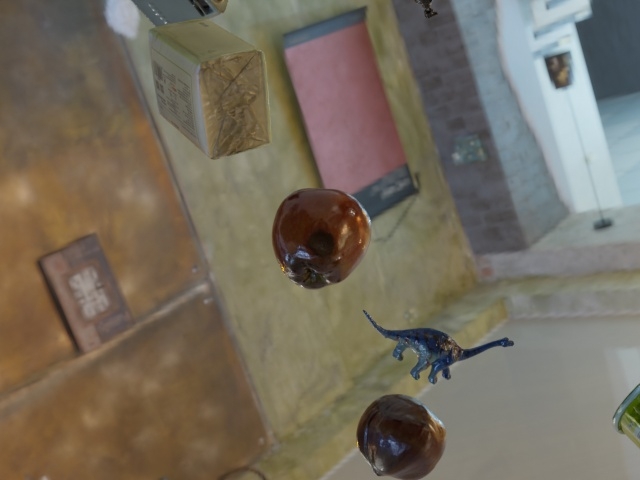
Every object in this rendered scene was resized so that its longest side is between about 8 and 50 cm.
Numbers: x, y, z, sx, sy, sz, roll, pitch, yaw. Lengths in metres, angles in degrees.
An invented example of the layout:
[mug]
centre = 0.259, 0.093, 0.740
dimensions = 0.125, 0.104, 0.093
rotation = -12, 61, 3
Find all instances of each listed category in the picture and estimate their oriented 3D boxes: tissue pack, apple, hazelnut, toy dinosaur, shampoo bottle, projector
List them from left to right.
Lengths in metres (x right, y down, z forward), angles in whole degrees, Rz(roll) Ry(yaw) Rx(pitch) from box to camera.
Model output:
[projector]
centre = -0.380, -0.657, 2.457
dimensions = 0.198, 0.250, 0.108
rotation = -14, -134, 33
[tissue pack]
centre = -0.177, -0.246, 1.538
dimensions = 0.125, 0.159, 0.234
rotation = -16, -151, -23
[apple]
centre = 0.000, 0.000, 2.158
dimensions = 0.230, 0.230, 0.230
rotation = -18, -167, 4
[hazelnut]
centre = 0.199, 0.505, 2.488
dimensions = 0.229, 0.229, 0.229
rotation = -18, -167, 4
[shampoo bottle]
centre = 0.177, -0.451, 1.716
dimensions = 0.048, 0.137, 0.027
rotation = 9, -123, 28
[toy dinosaur]
centre = 0.232, 0.237, 2.045
dimensions = 0.329, 0.144, 0.076
rotation = 12, -152, -4

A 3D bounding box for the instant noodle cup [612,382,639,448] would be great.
[instant noodle cup]
centre = 0.668, 0.307, 1.586
dimensions = 0.311, 0.311, 0.221
rotation = -23, -123, -15
